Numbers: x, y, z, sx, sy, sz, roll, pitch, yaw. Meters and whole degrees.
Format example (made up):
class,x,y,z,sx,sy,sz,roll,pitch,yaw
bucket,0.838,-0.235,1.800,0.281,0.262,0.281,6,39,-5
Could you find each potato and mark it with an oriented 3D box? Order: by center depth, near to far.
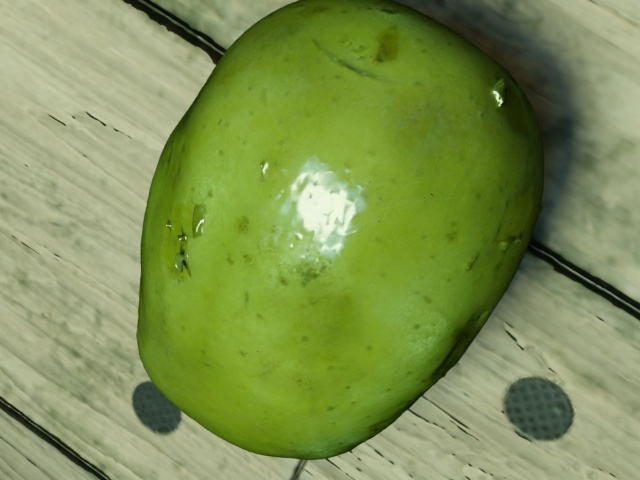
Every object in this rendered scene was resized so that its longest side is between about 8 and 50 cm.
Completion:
class,x,y,z,sx,sy,sz,roll,pitch,yaw
potato,0.003,0.000,0.630,0.216,0.216,0.304,32,132,14
